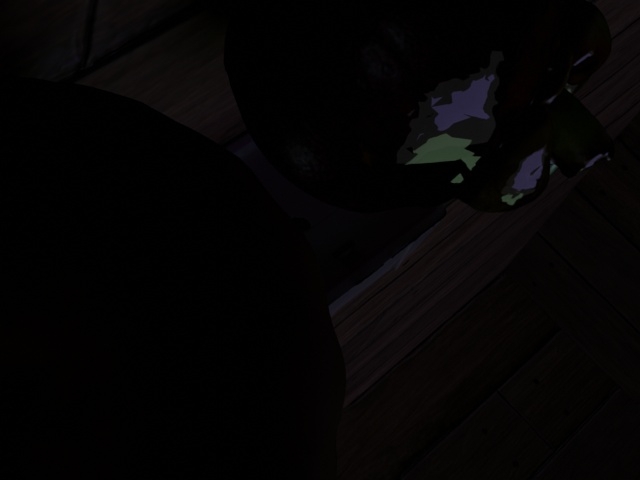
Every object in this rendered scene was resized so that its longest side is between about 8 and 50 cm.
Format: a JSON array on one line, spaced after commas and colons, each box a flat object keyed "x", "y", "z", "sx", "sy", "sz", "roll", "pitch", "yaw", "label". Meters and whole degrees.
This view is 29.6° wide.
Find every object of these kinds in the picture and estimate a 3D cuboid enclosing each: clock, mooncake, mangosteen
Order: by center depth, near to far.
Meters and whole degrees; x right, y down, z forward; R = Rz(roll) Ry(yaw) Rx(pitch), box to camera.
[{"x": -0.135, "y": 0.080, "z": 0.550, "sx": 0.290, "sy": 0.290, "sz": 0.161, "roll": -42, "pitch": 174, "yaw": -7, "label": "mooncake"}, {"x": 0.055, "y": -0.106, "z": 0.707, "sx": 0.216, "sy": 0.216, "sz": 0.216, "roll": -42, "pitch": 169, "yaw": -10, "label": "mangosteen"}, {"x": -0.018, "y": -0.014, "z": 0.937, "sx": 0.197, "sy": 0.150, "sz": 0.063, "roll": -36, "pitch": 169, "yaw": -34, "label": "clock"}]

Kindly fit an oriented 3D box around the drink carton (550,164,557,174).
[{"x": 0.203, "y": -0.128, "z": 1.320, "sx": 0.146, "sy": 0.142, "sz": 0.144, "roll": -38, "pitch": 168, "yaw": -35, "label": "drink carton"}]
